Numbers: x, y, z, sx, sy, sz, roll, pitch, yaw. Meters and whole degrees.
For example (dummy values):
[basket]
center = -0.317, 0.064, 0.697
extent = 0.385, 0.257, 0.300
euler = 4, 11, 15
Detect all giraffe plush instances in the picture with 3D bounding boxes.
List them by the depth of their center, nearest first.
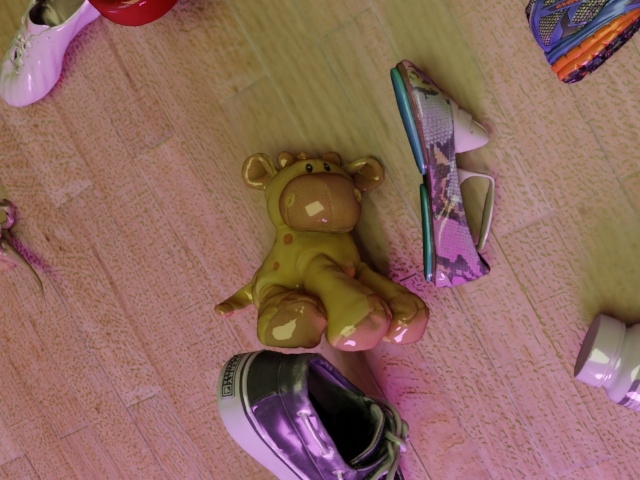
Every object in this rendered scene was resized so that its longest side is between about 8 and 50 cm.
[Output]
[giraffe plush]
center = 0.000, 0.000, 0.755
extent = 0.210, 0.182, 0.170
euler = 13, 100, 53

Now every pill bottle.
[pill bottle]
center = 0.306, 0.121, 0.708
extent = 0.137, 0.078, 0.078
euler = 23, 111, 12

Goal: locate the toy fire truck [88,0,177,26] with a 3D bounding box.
[toy fire truck]
center = -0.189, -0.361, 0.686
extent = 0.302, 0.169, 0.254
euler = -43, 68, 3

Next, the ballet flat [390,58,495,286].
[ballet flat]
center = 0.120, -0.063, 0.730
extent = 0.079, 0.077, 0.221
euler = -11, 107, 3

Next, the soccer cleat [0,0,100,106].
[soccer cleat]
center = -0.289, -0.214, 0.819
extent = 0.196, 0.076, 0.068
euler = -41, 89, 25

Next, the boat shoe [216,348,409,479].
[boat shoe]
center = 0.029, 0.191, 0.745
extent = 0.105, 0.113, 0.306
euler = -13, 133, 27

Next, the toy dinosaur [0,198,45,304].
[toy dinosaur]
center = -0.384, 0.004, 0.940
extent = 0.183, 0.053, 0.092
euler = 20, 126, 21

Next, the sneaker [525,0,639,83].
[sneaker]
center = 0.254, -0.230, 0.626
extent = 0.221, 0.083, 0.087
euler = -44, 80, 21
